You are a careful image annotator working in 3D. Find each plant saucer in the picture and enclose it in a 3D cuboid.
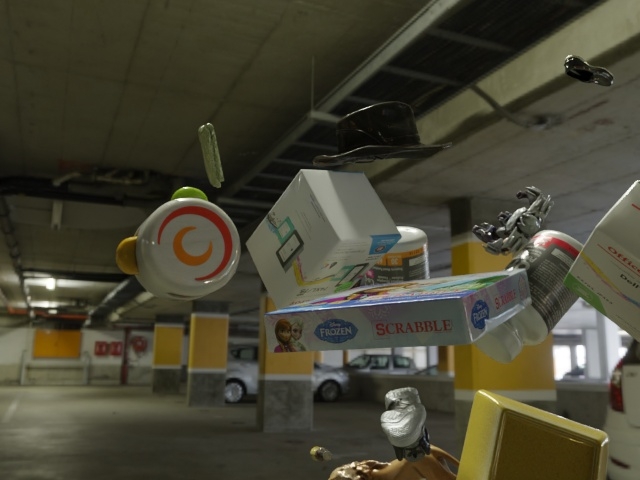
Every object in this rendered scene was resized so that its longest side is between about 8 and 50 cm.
[{"bbox_3d":[0.488,0.530,1.376,0.333,0.332,0.081,19,-28,5],"label":"plant saucer"}]

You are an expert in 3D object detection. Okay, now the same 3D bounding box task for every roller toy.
[{"bbox_3d":[-0.267,0.024,1.195,0.191,0.209,0.146,47,-29,-12],"label":"roller toy"}]

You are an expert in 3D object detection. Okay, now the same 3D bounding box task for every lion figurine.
[{"bbox_3d":[0.224,0.622,1.606,0.392,0.240,0.142,-38,3,15],"label":"lion figurine"}]

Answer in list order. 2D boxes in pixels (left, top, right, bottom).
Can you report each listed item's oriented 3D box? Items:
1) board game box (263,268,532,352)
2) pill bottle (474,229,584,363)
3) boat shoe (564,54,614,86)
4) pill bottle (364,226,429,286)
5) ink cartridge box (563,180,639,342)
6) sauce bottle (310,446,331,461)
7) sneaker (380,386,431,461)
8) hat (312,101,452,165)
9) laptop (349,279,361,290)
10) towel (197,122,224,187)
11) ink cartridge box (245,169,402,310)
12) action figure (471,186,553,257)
[{"bbox_3d":[0.132,0.108,0.968,0.319,0.065,0.318,-9,-1,32],"label":"board game box"},{"bbox_3d":[0.497,0.138,1.464,0.176,0.318,0.176,41,-19,17],"label":"pill bottle"},{"bbox_3d":[0.611,-0.377,1.397,0.133,0.041,0.049,17,-19,-19],"label":"boat shoe"},{"bbox_3d":[0.194,0.115,1.542,0.162,0.278,0.162,-5,17,2],"label":"pill bottle"},{"bbox_3d":[0.552,0.041,1.019,0.207,0.119,0.353,41,-10,23],"label":"ink cartridge box"},{"bbox_3d":[0.003,0.627,1.794,0.042,0.042,0.128,4,-16,-17],"label":"sauce bottle"},{"bbox_3d":[0.205,0.447,1.407,0.102,0.152,0.268,-14,4,8],"label":"sneaker"},{"bbox_3d":[0.139,-0.256,1.453,0.332,0.133,0.331,-6,1,0],"label":"hat"},{"bbox_3d":[0.026,0.029,1.746,0.137,0.234,0.264,-8,-35,-11],"label":"laptop"},{"bbox_3d":[-0.257,-0.197,1.432,0.027,0.148,0.110,-12,10,-18],"label":"towel"},{"bbox_3d":[0.000,0.000,1.402,0.198,0.197,0.270,-4,-34,-42],"label":"ink cartridge box"},{"bbox_3d":[0.458,-0.036,1.471,0.185,0.099,0.285,-42,-5,-2],"label":"action figure"}]
